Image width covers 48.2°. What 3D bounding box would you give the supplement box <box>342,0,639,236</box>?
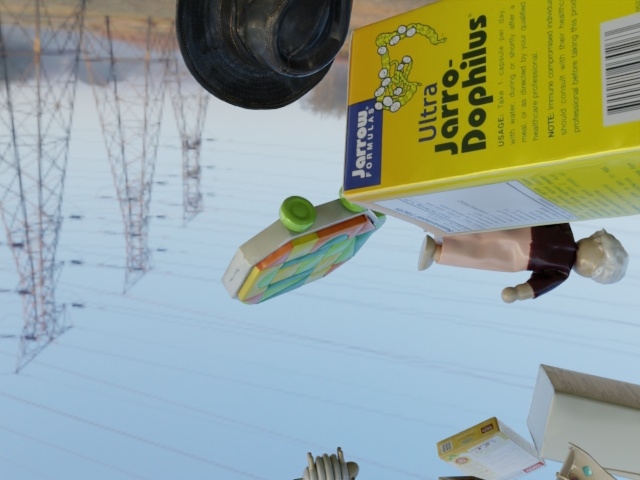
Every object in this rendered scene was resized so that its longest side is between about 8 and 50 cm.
[{"bbox_3d":[0.221,-0.131,0.707,0.356,0.195,0.194,-7,164,38],"label":"supplement box"}]

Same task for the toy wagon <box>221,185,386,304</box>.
[{"bbox_3d":[0.000,0.000,1.217,0.344,0.267,0.068,-19,-111,-34],"label":"toy wagon"}]

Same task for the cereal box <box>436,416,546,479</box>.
[{"bbox_3d":[0.423,0.528,1.763,0.173,0.240,0.047,-33,-142,24],"label":"cereal box"}]

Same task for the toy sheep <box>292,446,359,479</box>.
[{"bbox_3d":[0.011,0.450,1.379,0.132,0.091,0.091,-8,-163,-3],"label":"toy sheep"}]

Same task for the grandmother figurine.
[{"bbox_3d":[0.345,0.006,1.199,0.342,0.208,0.104,10,177,1],"label":"grandmother figurine"}]

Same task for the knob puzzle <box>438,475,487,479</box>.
[{"bbox_3d":[0.365,0.530,1.482,0.213,0.030,0.213,13,172,2],"label":"knob puzzle"}]

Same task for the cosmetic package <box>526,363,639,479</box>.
[{"bbox_3d":[0.494,0.294,1.111,0.309,0.113,0.160,11,-173,9],"label":"cosmetic package"}]

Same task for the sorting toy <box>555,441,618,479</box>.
[{"bbox_3d":[0.317,0.298,0.852,0.075,0.083,0.045,22,170,44],"label":"sorting toy"}]

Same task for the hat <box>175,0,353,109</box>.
[{"bbox_3d":[-0.036,-0.330,0.986,0.331,0.331,0.134,-10,-154,-36],"label":"hat"}]
